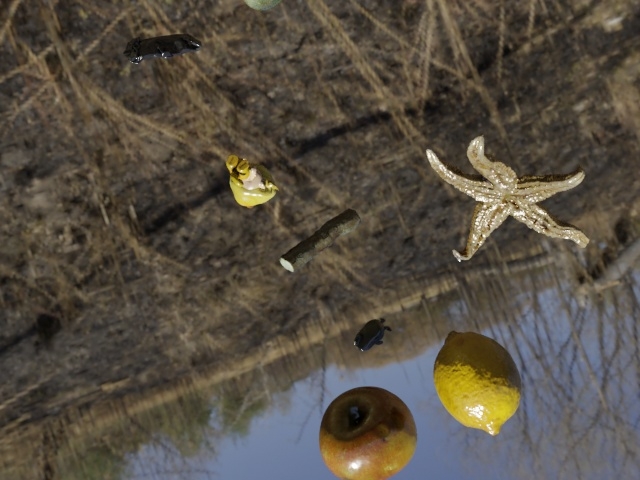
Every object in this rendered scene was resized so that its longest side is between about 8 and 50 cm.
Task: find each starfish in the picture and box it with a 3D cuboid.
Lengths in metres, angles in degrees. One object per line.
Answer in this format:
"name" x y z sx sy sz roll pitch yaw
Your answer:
"starfish" 0.366 -0.075 1.556 0.327 0.375 0.094 112 0 -48

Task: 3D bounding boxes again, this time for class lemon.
"lemon" 0.349 0.313 1.769 0.188 0.257 0.188 -16 152 -9

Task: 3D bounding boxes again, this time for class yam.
"yam" 0.000 0.000 2.001 0.253 0.061 0.061 -36 -175 -30

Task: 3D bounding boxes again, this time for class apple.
"apple" 0.116 0.467 1.863 0.236 0.208 0.237 -14 -138 13

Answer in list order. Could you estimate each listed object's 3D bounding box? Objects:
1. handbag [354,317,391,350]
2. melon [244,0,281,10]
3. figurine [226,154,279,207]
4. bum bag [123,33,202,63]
"handbag" 0.127 0.247 2.038 0.047 0.072 0.111 12 128 -44
"melon" -0.134 -0.593 1.818 0.114 0.114 0.167 -20 174 1
"figurine" -0.199 -0.168 2.186 0.156 0.131 0.246 24 171 20
"bum bag" -0.393 -0.486 1.953 0.197 0.087 0.049 -14 134 -19
